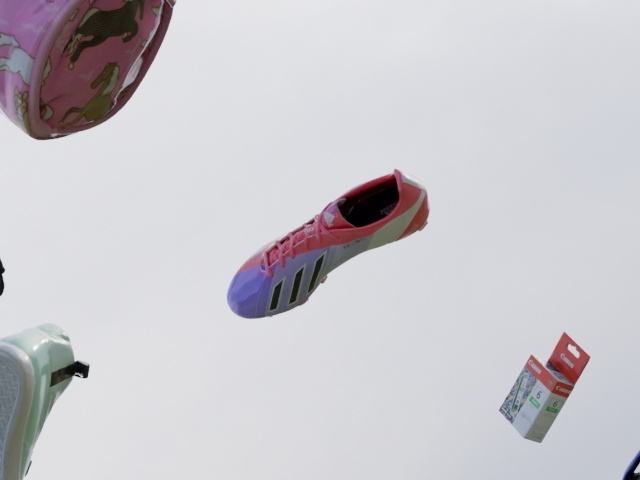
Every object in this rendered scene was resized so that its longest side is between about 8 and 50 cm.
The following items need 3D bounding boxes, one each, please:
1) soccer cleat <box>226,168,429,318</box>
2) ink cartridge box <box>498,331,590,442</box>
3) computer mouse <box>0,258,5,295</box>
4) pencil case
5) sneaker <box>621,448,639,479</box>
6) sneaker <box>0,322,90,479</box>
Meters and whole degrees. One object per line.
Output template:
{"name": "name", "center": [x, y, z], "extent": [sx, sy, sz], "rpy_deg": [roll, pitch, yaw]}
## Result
{"name": "soccer cleat", "center": [0.000, 0.000, 1.647], "extent": [0.248, 0.083, 0.095], "rpy_deg": [-28, -28, 9]}
{"name": "ink cartridge box", "center": [0.248, 0.160, 1.734], "extent": [0.029, 0.063, 0.115], "rpy_deg": [19, -74, -30]}
{"name": "computer mouse", "center": [-0.355, -0.058, 1.331], "extent": [0.060, 0.184, 0.262], "rpy_deg": [-27, -63, -32]}
{"name": "pencil case", "center": [-0.288, -0.225, 1.164], "extent": [0.160, 0.386, 0.167], "rpy_deg": [-29, -33, -52]}
{"name": "sneaker", "center": [0.249, 0.106, 0.887], "extent": [0.182, 0.315, 0.127], "rpy_deg": [6, -32, -24]}
{"name": "sneaker", "center": [-0.305, 0.202, 1.534], "extent": [0.255, 0.094, 0.151], "rpy_deg": [-69, -11, 18]}
